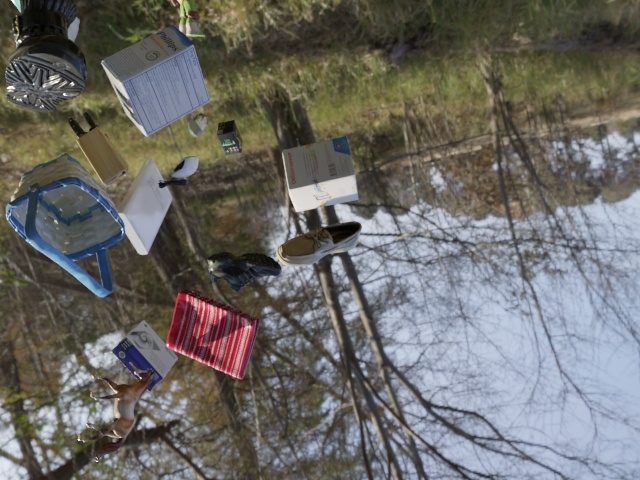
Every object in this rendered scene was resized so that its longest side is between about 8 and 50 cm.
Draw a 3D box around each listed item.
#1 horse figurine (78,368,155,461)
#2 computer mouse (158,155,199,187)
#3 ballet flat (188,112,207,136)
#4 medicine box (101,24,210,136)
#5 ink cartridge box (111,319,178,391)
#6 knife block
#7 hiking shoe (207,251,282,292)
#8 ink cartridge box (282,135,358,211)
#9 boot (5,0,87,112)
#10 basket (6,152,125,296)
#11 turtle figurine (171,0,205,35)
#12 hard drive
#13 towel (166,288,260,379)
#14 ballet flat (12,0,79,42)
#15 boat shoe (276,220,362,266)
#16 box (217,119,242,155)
[{"bbox_3d":[-0.600,0.503,1.509,0.174,0.263,0.066,20,156,-41],"label":"horse figurine"},{"bbox_3d":[-0.488,-0.234,1.811,0.106,0.042,0.193,-6,161,-42],"label":"computer mouse"},{"bbox_3d":[-0.517,-0.501,2.191,0.068,0.072,0.213,-34,-154,9],"label":"ballet flat"},{"bbox_3d":[-0.575,-0.566,1.837,0.289,0.149,0.263,-36,154,-17],"label":"medicine box"},{"bbox_3d":[-0.687,0.450,2.034,0.045,0.223,0.224,-35,-169,16],"label":"ink cartridge box"},{"bbox_3d":[-0.767,-0.323,1.758,0.088,0.242,0.276,-36,-155,-6],"label":"knife block"},{"bbox_3d":[-0.231,0.101,1.576,0.227,0.114,0.086,6,-159,2],"label":"hiking shoe"},{"bbox_3d":[0.001,-0.229,1.804,0.233,0.171,0.168,-11,153,3],"label":"ink cartridge box"},{"bbox_3d":[-0.564,-0.430,1.068,0.131,0.260,0.348,16,170,-41],"label":"boot"},{"bbox_3d":[-0.570,-0.032,1.176,0.201,0.254,0.289,-29,-131,-3],"label":"basket"},{"bbox_3d":[-0.455,-0.908,1.932,0.198,0.266,0.275,10,-159,22],"label":"turtle figurine"},{"bbox_3d":[-0.643,-0.128,1.900,0.040,0.203,0.307,-4,-136,12],"label":"hard drive"},{"bbox_3d":[-0.330,0.281,1.551,0.275,0.198,0.031,19,-172,16],"label":"towel"},{"bbox_3d":[-0.757,-0.674,1.318,0.139,0.139,0.400,-15,153,2],"label":"ballet flat"},{"bbox_3d":[0.000,0.000,1.658,0.302,0.109,0.098,-14,150,-28],"label":"boat shoe"},{"bbox_3d":[-0.274,-0.311,1.560,0.052,0.083,0.062,-10,-130,8],"label":"box"}]
